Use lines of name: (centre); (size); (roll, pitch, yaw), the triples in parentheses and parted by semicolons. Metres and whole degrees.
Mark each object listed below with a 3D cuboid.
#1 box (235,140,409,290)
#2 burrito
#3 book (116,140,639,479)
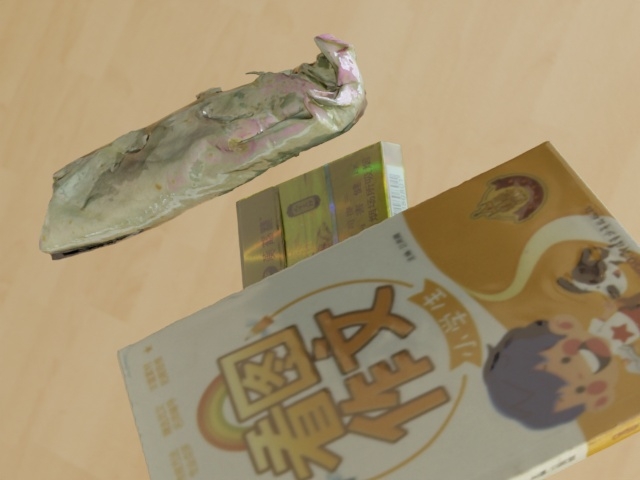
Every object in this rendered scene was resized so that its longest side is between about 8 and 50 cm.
box: (0.000, 0.000, 1.036); (0.193, 0.030, 0.121); (-19, 71, 44)
burrito: (-0.099, -0.066, 0.940); (0.309, 0.066, 0.096); (-24, 43, 24)
book: (0.042, 0.068, 0.653); (0.295, 0.020, 0.208); (-26, 42, -2)
